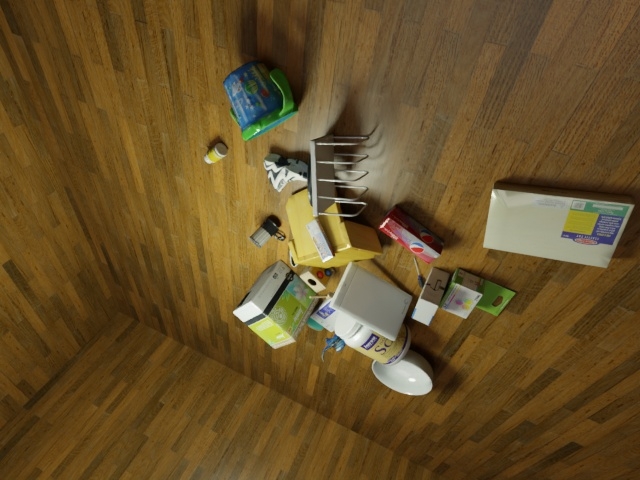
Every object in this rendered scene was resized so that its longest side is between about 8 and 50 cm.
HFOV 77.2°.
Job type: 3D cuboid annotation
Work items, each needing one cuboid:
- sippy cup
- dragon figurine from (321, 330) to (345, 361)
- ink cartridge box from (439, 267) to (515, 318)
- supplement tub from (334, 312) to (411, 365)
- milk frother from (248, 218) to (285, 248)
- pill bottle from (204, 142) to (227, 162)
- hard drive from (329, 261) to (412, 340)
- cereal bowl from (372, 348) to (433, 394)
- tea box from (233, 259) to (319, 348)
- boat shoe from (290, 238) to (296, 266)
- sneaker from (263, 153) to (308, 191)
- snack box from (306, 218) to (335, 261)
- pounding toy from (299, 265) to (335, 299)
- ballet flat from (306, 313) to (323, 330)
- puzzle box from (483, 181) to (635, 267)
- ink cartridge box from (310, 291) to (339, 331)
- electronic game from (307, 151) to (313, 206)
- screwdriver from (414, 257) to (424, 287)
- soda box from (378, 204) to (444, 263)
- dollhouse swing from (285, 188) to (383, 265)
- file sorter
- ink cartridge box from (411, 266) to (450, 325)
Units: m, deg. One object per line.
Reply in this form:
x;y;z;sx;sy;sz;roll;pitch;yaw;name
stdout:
-0.233;-0.522;1.476;0.305;0.240;0.224;-25;105;19;sippy cup
0.092;0.583;2.310;0.085;0.289;0.144;43;175;-8;dragon figurine
0.667;0.253;1.722;0.255;0.097;0.189;23;137;12;ink cartridge box
0.262;0.457;2.013;0.331;0.241;0.241;32;140;-19;supplement tub
-0.266;-0.013;2.020;0.143;0.135;0.129;45;168;-9;milk frother
-0.486;-0.399;1.848;0.116;0.065;0.065;-19;117;41;pill bottle
0.241;0.285;1.872;0.353;0.233;0.047;30;163;-13;hard drive
0.469;0.705;2.234;0.338;0.141;0.339;18;136;18;cereal bowl
-0.233;0.352;2.197;0.323;0.329;0.220;44;137;-14;tea box
-0.130;0.062;2.060;0.066;0.063;0.184;24;138;11;boat shoe
-0.139;-0.269;1.734;0.235;0.094;0.153;18;137;16;sneaker
0.000;0.000;1.704;0.064;0.022;0.178;-31;81;39;snack box
0.006;0.212;2.028;0.206;0.181;0.094;45;137;-13;pounding toy
-0.080;0.468;2.419;0.232;0.080;0.073;32;166;6;ballet flat
0.796;-0.055;1.387;0.408;0.052;0.272;11;133;23;puzzle box
0.084;0.393;2.239;0.165;0.065;0.333;37;139;-5;ink cartridge box
-0.022;-0.245;1.585;0.048;0.229;0.229;2;131;9;electronic game
0.443;0.149;1.817;0.024;0.025;0.170;-1;129;33;screwdriver
0.375;-0.023;1.646;0.263;0.092;0.083;36;139;-3;soda box
0.051;-0.063;1.836;0.346;0.305;0.315;-19;158;41;dollhouse swing
0.080;-0.242;1.495;0.173;0.193;0.278;7;113;21;file sorter
0.482;0.241;1.746;0.085;0.203;0.148;22;137;16;ink cartridge box
